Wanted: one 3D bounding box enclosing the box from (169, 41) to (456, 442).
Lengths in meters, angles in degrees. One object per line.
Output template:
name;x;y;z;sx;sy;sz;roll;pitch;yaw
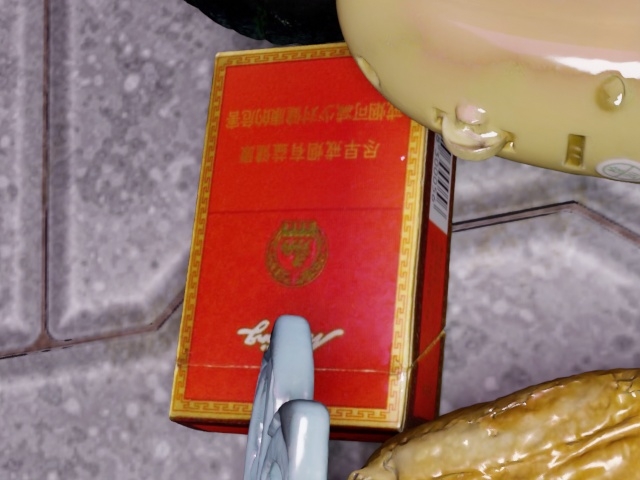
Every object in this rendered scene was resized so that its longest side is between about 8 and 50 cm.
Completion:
box;0.000;0.000;0.734;0.153;0.074;0.239;0;74;20

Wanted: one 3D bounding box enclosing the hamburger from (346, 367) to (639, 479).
hamburger;0.133;0.209;0.550;0.319;0.158;0.318;-9;74;33

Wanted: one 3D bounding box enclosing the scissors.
scissors;-0.042;0.220;0.624;0.029;0.191;0.360;9;110;-10

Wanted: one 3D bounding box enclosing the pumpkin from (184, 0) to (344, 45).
pumpkin;-0.015;-0.219;0.764;0.202;0.140;0.202;-2;79;8

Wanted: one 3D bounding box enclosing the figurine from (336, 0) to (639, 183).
figurine;0.169;-0.129;0.644;0.325;0.124;0.222;10;67;13
